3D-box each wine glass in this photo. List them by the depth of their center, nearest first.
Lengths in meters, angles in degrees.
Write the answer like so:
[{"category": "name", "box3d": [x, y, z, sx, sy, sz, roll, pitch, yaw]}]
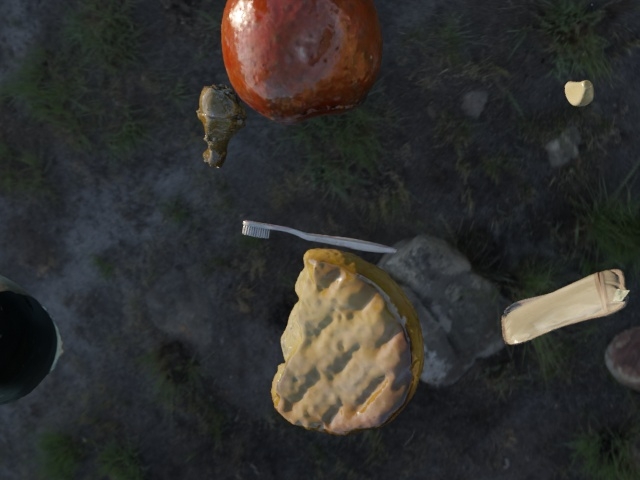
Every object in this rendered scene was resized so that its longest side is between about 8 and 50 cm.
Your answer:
[{"category": "wine glass", "box3d": [-0.306, 0.078, 0.621, 0.204, 0.111, 0.111, 4, 111, 50]}]

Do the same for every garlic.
[{"category": "garlic", "box3d": [0.515, -0.292, 1.432, 0.041, 0.083, 0.053, -13, 97, -4]}]

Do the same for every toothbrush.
[{"category": "toothbrush", "box3d": [0.000, 0.000, 1.409, 0.307, 0.025, 0.029, 10, 96, -9]}]

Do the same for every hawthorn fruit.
[{"category": "hawthorn fruit", "box3d": [-0.021, -0.208, 0.739, 0.173, 0.173, 0.173, 6, 109, 19]}]

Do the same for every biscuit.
[{"category": "biscuit", "box3d": [0.037, 0.152, 0.996, 0.213, 0.091, 0.274, 28, 116, 13]}]

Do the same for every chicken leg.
[{"category": "chicken leg", "box3d": [-0.184, -0.202, 1.332, 0.069, 0.085, 0.198, 57, 150, 28]}]

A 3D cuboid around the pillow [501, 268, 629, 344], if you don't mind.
[{"category": "pillow", "box3d": [0.425, 0.118, 1.274, 0.232, 0.130, 0.038, -26, 112, 25]}]
